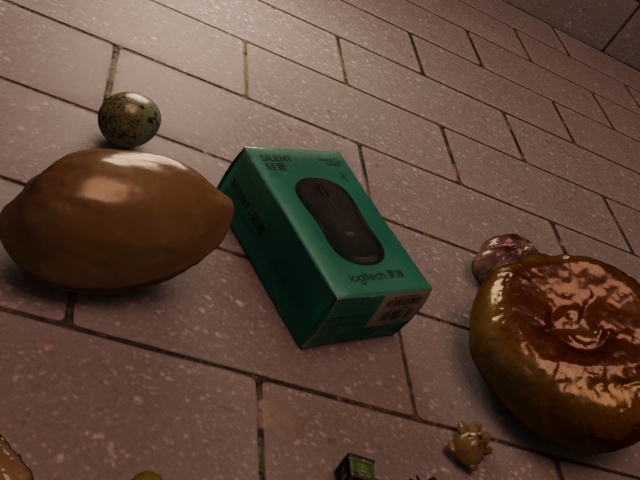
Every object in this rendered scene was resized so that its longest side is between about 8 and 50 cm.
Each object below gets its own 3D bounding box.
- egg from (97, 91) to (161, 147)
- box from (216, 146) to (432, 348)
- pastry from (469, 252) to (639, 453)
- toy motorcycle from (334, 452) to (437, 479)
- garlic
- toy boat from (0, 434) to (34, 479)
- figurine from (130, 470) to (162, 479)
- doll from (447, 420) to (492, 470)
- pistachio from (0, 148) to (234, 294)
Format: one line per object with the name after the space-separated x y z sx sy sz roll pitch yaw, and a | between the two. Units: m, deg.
-0.289 -0.185 1.264 0.085 0.085 0.110 40 28 7 | egg
0.000 0.000 1.258 0.205 0.118 0.311 0 48 -43 | box
0.400 0.173 1.319 0.356 0.164 0.356 6 52 -8 | pastry
0.105 0.324 1.010 0.173 0.058 0.100 20 31 -17 | toy motorcycle
0.354 0.049 1.514 0.159 0.102 0.147 8 44 -33 | garlic
-0.344 0.191 0.737 0.188 0.116 0.061 44 31 8 | toy boat
-0.135 0.330 0.664 0.218 0.169 0.326 -11 77 -60 | figurine
0.212 0.286 1.174 0.061 0.051 0.093 43 6 13 | doll
-0.254 -0.026 1.039 0.293 0.162 0.181 -2 75 -41 | pistachio
